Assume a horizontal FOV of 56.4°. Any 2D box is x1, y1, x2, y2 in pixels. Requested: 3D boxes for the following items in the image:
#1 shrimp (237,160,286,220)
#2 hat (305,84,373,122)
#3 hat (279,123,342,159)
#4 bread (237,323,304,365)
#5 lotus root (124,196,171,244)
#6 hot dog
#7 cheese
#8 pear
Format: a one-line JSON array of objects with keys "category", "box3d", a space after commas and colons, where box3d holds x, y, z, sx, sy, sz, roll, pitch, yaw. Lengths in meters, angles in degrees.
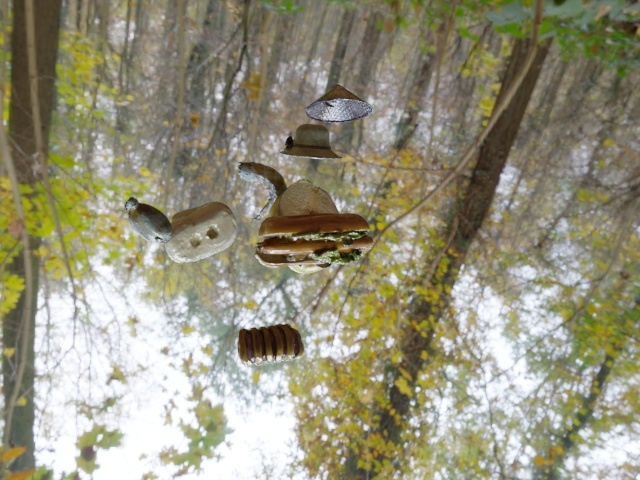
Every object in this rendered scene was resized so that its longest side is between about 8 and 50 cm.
[{"category": "shrimp", "box3d": [-0.231, -0.216, 2.514, 0.185, 0.287, 0.068, -6, -141, 11]}, {"category": "hat", "box3d": [0.051, -0.398, 1.678, 0.193, 0.082, 0.193, -2, 172, 0]}, {"category": "hat", "box3d": [-0.031, -0.400, 2.387, 0.257, 0.130, 0.257, 5, -169, -1]}, {"category": "bread", "box3d": [-0.170, 0.346, 2.007, 0.225, 0.081, 0.134, -6, -119, -20]}, {"category": "lotus root", "box3d": [-0.477, -0.054, 1.647, 0.165, 0.088, 0.088, 47, -166, -24]}, {"category": "hot dog", "box3d": [0.000, 0.000, 1.476, 0.337, 0.135, 0.100, -3, -154, -33]}, {"category": "cheese", "box3d": [-0.421, -0.026, 2.099, 0.247, 0.174, 0.251, -17, -167, 10]}, {"category": "pear", "box3d": [-0.079, -0.038, 2.457, 0.340, 0.191, 0.387, 25, -125, -29]}]
